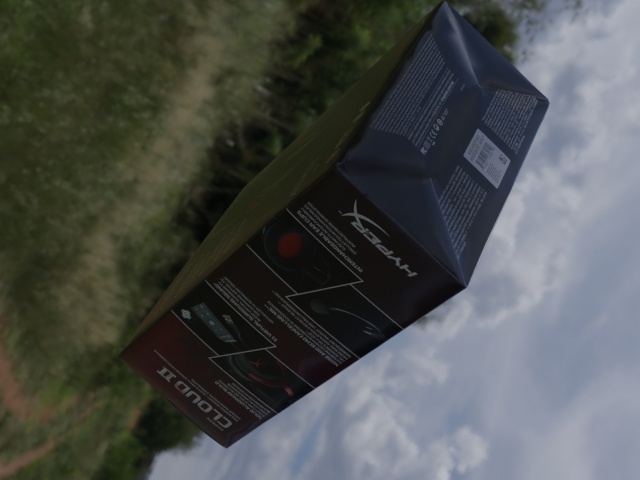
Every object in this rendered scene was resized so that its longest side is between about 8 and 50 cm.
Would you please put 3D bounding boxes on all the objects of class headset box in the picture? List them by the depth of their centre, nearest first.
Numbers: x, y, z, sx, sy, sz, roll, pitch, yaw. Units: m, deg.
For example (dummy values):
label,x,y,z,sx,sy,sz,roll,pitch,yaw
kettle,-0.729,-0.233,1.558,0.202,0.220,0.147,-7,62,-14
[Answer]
label,x,y,z,sx,sy,sz,roll,pitch,yaw
headset box,0.000,0.000,0.824,0.293,0.110,0.218,-39,-167,42
